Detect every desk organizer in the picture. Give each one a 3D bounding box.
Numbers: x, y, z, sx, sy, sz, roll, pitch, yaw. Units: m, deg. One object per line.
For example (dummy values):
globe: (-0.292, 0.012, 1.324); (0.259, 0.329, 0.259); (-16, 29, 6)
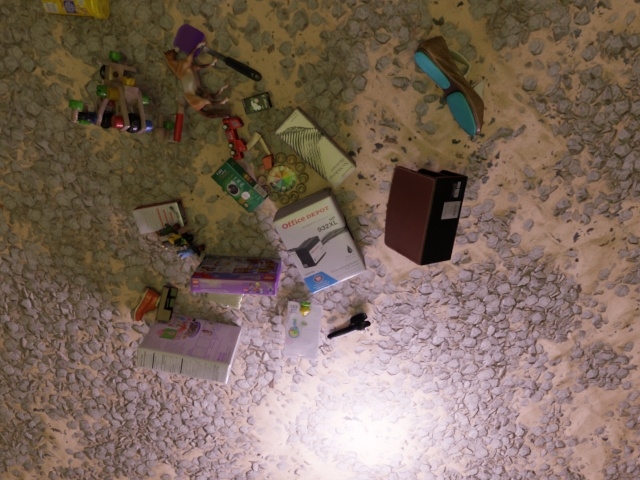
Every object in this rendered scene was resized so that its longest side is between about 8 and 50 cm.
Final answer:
desk organizer: (-0.591, 0.242, 1.659); (0.050, 0.047, 0.130); (13, 88, -8)

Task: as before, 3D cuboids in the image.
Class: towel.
towel: (-0.371, 0.201, 1.675); (0.148, 0.027, 0.110); (18, 110, -5)

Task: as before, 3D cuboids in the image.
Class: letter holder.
letter holder: (0.352, -0.097, 1.500); (0.152, 0.214, 0.301); (-8, 114, -31)

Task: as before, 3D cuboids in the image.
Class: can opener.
can opener: (0.114, 0.356, 1.721); (0.186, 0.073, 0.059); (-29, 147, 14)

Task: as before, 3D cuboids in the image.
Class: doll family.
doll family: (-0.501, 0.004, 1.561); (0.112, 0.076, 0.193); (-21, 152, 13)

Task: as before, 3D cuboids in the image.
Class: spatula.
spatula: (-0.321, -0.585, 1.365); (0.297, 0.030, 0.084); (25, 107, -9)

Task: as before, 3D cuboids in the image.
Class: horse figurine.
horse figurine: (-0.383, -0.494, 1.356); (0.175, 0.066, 0.263); (-14, 109, 22)

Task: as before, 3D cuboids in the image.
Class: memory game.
memory game: (-0.133, -0.217, 1.516); (0.186, 0.012, 0.186); (0, 111, 1)

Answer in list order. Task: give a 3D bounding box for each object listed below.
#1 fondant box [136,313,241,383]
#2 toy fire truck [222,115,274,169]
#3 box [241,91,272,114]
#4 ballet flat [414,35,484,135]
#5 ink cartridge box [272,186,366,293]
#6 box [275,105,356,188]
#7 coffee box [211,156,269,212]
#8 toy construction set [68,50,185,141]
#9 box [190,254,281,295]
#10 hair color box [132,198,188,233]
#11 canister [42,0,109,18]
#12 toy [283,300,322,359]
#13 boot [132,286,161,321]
fondant box: (-0.487, 0.402, 1.641); (0.331, 0.238, 0.096); (13, 112, -4)
toy fire truck: (-0.241, -0.327, 1.449); (0.135, 0.047, 0.191); (-11, 108, 9)
box: (-0.205, -0.446, 1.401); (0.083, 0.062, 0.052); (-14, 109, 7)
ballet flat: (0.437, -0.497, 1.362); (0.124, 0.116, 0.342); (-42, 102, -5)
ink cartridge box: (0.000, 0.000, 1.536); (0.223, 0.129, 0.307); (-24, 109, 10)
box: (-0.012, -0.308, 1.435); (0.275, 0.094, 0.113); (41, 107, -13)
coffee box: (-0.277, -0.190, 1.489); (0.184, 0.040, 0.113); (44, 136, -14)
toy construction set: (-0.582, -0.453, 1.340); (0.309, 0.257, 0.237); (7, 100, -24)
box: (-0.295, 0.122, 1.550); (0.294, 0.201, 0.057); (3, 111, 0)
hair color box: (-0.575, -0.087, 1.551); (0.167, 0.053, 0.093); (-9, 111, 6)
canister: (-0.736, -0.738, 1.290); (0.170, 0.073, 0.126); (4, 111, 0)
toy: (-0.068, 0.352, 1.714); (0.137, 0.056, 0.237); (6, 106, 2)
boot: (-0.679, 0.264, 1.688); (0.085, 0.059, 0.157); (26, 108, -14)
